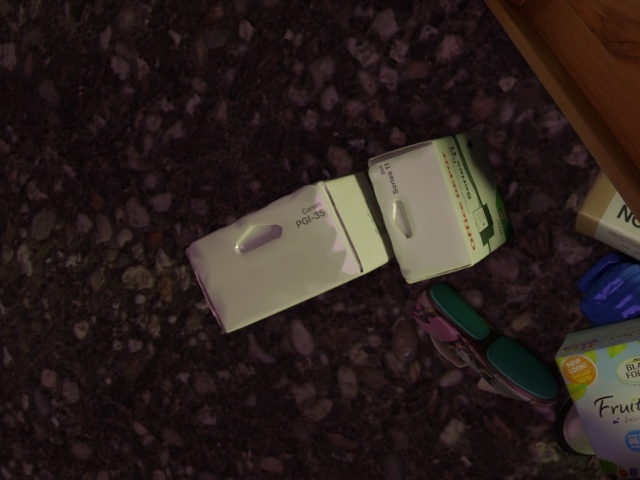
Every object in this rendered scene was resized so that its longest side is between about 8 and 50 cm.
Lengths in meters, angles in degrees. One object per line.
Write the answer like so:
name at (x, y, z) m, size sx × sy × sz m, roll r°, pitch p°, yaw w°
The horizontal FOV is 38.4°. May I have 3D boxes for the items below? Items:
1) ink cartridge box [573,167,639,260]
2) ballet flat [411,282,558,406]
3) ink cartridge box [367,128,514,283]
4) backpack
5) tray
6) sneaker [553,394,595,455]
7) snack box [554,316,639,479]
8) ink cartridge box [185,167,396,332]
ink cartridge box at (0.429, -0.051, 1.007) m, size 0.235 × 0.088 × 0.193 m, roll 28°, pitch 85°, yaw 17°
ballet flat at (0.209, 0.147, 1.199) m, size 0.221 × 0.077 × 0.079 m, roll 41°, pitch 132°, yaw 18°
ink cartridge box at (0.150, -0.046, 1.104) m, size 0.087 × 0.208 × 0.153 m, roll -18°, pitch 92°, yaw 26°
backpack at (0.354, 0.067, 1.080) m, size 0.101 × 0.120 × 0.098 m, roll 45°, pitch 115°, yaw 21°
tray at (0.341, -0.197, 0.951) m, size 0.203 × 0.076 × 0.410 m, roll -47°, pitch 49°, yaw 31°
sneaker at (0.398, 0.189, 1.093) m, size 0.272 × 0.108 × 0.100 m, roll -31°, pitch 88°, yaw 28°
snack box at (0.378, 0.186, 1.000) m, size 0.175 × 0.070 × 0.207 m, roll -19°, pitch 100°, yaw 33°
ink cartridge box at (0.000, 0.000, 1.141) m, size 0.207 × 0.283 × 0.117 m, roll -25°, pitch 89°, yaw 27°
